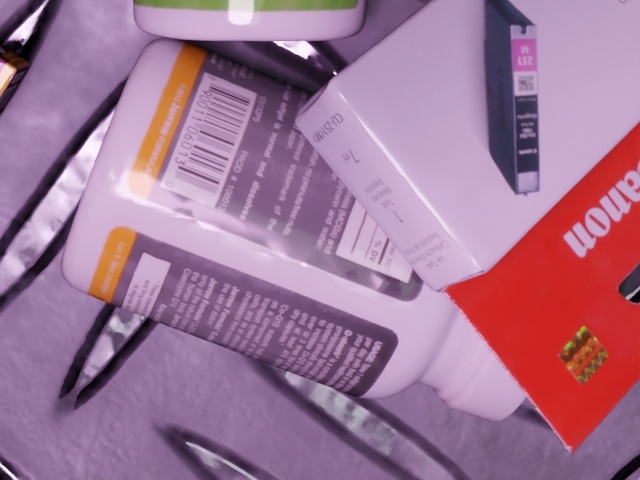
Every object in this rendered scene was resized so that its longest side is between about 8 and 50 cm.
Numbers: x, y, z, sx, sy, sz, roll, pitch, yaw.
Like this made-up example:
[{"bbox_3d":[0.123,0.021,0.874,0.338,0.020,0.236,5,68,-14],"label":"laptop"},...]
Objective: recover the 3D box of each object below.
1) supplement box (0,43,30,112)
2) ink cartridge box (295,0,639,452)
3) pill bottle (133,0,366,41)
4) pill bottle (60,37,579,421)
[{"bbox_3d":[-0.228,-0.112,0.846,0.083,0.055,0.043,32,99,-9],"label":"supplement box"},{"bbox_3d":[0.158,-0.058,0.779,0.275,0.060,0.239,-41,92,-28],"label":"ink cartridge box"},{"bbox_3d":[-0.039,-0.240,0.779,0.136,0.136,0.246,1,103,-2],"label":"pill bottle"},{"bbox_3d":[0.000,0.000,0.823,0.278,0.162,0.162,22,101,-7],"label":"pill bottle"}]
